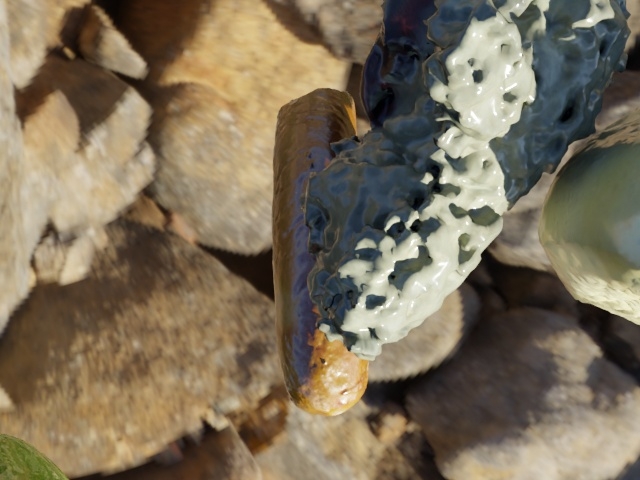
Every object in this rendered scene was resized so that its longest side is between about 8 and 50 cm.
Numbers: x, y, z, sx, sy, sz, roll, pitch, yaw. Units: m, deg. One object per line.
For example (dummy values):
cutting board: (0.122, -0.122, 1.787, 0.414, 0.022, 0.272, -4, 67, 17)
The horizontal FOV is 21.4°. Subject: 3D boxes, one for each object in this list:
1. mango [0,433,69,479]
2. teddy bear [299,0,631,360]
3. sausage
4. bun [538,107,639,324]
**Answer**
mango: (-0.305, 0.315, 1.744, 0.175, 0.293, 0.143, 24, 113, -36)
teddy bear: (0.080, -0.087, 1.296, 0.224, 0.357, 0.367, 33, 76, 7)
sausage: (-0.001, -0.001, 1.435, 0.076, 0.103, 0.302, -7, 62, 11)
bun: (0.360, 0.001, 1.320, 0.364, 0.364, 0.202, 25, 88, -14)
